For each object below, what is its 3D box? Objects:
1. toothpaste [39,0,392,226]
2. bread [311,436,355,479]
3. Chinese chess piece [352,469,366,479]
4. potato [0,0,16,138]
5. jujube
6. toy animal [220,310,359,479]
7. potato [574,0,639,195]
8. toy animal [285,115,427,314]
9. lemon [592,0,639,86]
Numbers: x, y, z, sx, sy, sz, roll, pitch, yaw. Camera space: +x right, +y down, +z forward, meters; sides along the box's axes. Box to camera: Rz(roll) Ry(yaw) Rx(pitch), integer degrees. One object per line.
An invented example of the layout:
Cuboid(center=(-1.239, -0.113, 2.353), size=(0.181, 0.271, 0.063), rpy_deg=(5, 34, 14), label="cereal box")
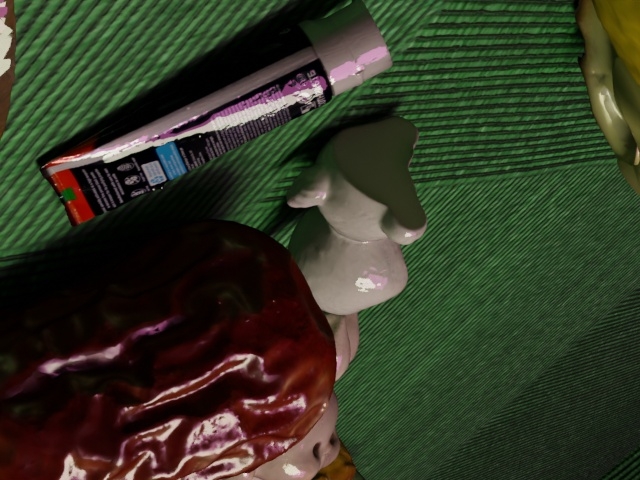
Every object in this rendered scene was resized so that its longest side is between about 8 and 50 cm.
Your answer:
Cuboid(center=(-0.056, -0.069, 1.022), size=(0.193, 0.045, 0.071), rpy_deg=(-29, 154, -4), label="toothpaste")
Cuboid(center=(-0.077, 0.221, 1.646), size=(0.245, 0.094, 0.102), rpy_deg=(-21, 163, -41), label="bread")
Cuboid(center=(-0.054, 0.315, 1.914), size=(0.250, 0.101, 0.250), rpy_deg=(-33, 162, -12), label="Chinese chess piece")
Cuboid(center=(-0.192, -0.054, 0.711), size=(0.138, 0.098, 0.243), rpy_deg=(-25, 158, -27), label="potato")
Cuboid(center=(-0.104, 0.078, 1.132), size=(0.230, 0.155, 0.155), rpy_deg=(-18, 157, -23), label="jujube")
Cuboid(center=(-0.026, 0.142, 1.491), size=(0.212, 0.124, 0.124), rpy_deg=(-41, 162, 26), label="toy animal")
Cuboid(center=(0.305, -0.143, 1.246), size=(0.242, 0.242, 0.285), rpy_deg=(-32, 158, -14), label="potato")
Cuboid(center=(0.000, 0.000, 1.260), size=(0.127, 0.131, 0.181), rpy_deg=(7, 137, -18), label="toy animal")
Cuboid(center=(0.296, -0.185, 0.900), size=(0.387, 0.350, 0.350), rpy_deg=(-52, 166, -12), label="lemon")
